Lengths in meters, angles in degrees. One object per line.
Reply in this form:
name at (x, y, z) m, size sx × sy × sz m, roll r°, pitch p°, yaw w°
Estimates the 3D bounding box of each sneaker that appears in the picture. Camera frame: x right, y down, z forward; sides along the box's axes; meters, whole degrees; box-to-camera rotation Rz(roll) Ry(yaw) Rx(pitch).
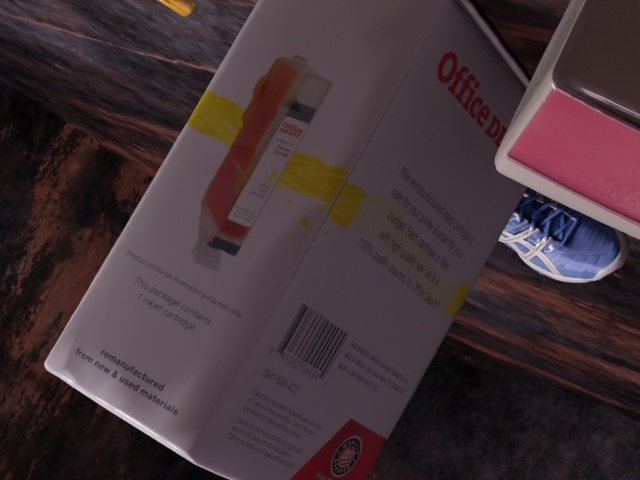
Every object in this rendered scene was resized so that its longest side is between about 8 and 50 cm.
sneaker at (0.201, -0.020, 1.651) m, size 0.211 × 0.080 × 0.081 m, roll 23°, pitch 175°, yaw 24°

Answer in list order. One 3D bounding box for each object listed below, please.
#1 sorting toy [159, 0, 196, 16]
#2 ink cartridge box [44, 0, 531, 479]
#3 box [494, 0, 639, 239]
sorting toy at (-0.243, -0.304, 1.419) m, size 0.347 × 0.047 × 0.196 m, roll 33°, pitch 178°, yaw -23°
ink cartridge box at (0.000, 0.000, 1.323) m, size 0.160 × 0.385 × 0.279 m, roll 27°, pitch 174°, yaw 30°
box at (0.188, -0.093, 0.876) m, size 0.126 × 0.149 × 0.232 m, roll 26°, pitch 174°, yaw 3°
